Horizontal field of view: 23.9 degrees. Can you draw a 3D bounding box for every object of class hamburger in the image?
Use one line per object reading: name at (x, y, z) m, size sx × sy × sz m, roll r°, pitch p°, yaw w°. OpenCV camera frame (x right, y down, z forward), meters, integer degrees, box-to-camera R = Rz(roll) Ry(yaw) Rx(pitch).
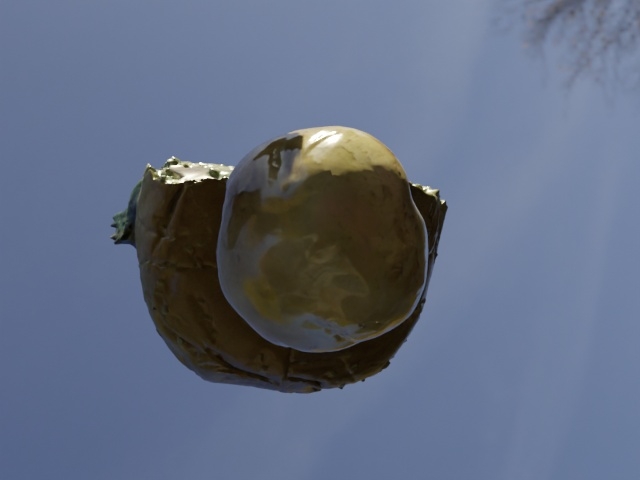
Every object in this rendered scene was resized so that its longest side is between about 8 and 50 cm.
hamburger at (-0.037, 0.034, 1.385) m, size 0.309 × 0.132 × 0.211 m, roll 4°, pitch -84°, yaw -13°

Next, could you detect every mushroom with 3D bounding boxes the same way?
mushroom at (0.000, 0.000, 0.938) m, size 0.148 × 0.148 × 0.112 m, roll 67°, pitch -151°, yaw -16°
